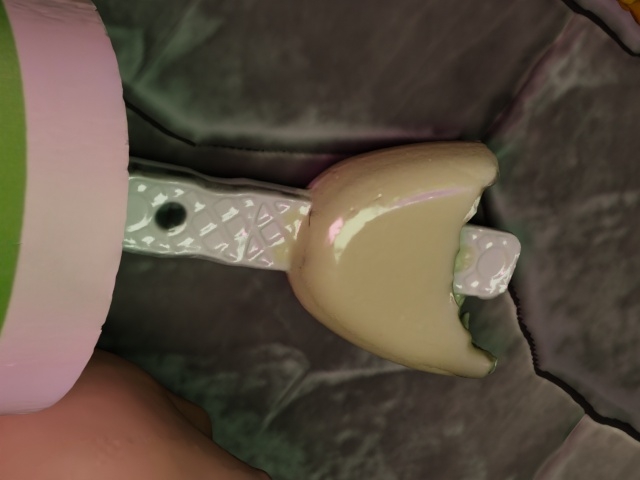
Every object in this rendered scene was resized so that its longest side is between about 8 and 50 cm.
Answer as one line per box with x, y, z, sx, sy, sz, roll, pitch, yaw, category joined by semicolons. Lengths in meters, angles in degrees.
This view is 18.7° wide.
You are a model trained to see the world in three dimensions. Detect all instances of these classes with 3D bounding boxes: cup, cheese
-0.232;-0.027;0.759;0.274;0.253;0.253;3;112;-30;cup
0.000;0.001;0.965;0.235;0.050;0.127;8;112;-24;cheese

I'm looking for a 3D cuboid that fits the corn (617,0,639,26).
0.169;-0.161;0.924;0.363;0.120;0.120;33;98;-27;corn

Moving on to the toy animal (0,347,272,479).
-0.162;0.209;0.910;0.269;0.237;0.326;0;109;-32;toy animal
